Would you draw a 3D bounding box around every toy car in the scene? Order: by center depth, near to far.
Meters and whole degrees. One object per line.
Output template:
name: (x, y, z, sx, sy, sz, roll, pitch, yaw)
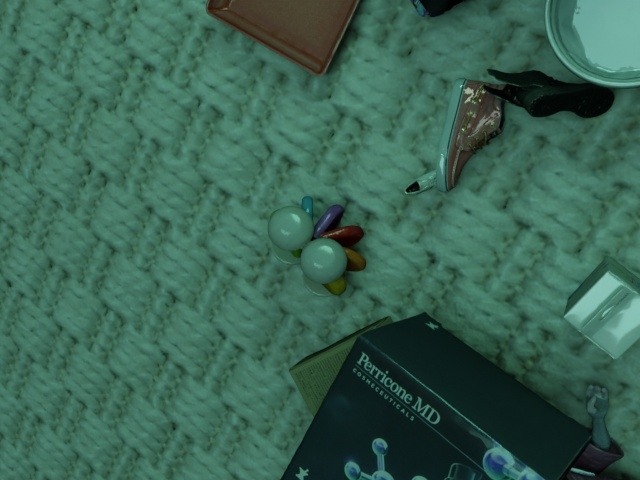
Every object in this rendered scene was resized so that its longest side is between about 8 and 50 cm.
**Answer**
toy car: (0.000, 0.000, 1.083, 0.136, 0.159, 0.182, -43, 78, -11)

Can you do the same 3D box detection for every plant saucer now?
plant saucer: (-0.037, -0.443, 1.063, 0.259, 0.048, 0.258, 33, 110, 15)

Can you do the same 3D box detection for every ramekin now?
ramekin: (0.410, -0.304, 0.852, 0.207, 0.109, 0.207, 4, 99, 24)

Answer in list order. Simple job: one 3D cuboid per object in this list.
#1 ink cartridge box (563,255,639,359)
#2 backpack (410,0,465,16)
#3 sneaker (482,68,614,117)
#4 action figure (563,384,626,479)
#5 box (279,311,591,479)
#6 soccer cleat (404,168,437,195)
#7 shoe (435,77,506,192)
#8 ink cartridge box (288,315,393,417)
ink cartridge box: (0.410, 0.094, 0.901, 0.090, 0.143, 0.092, 40, 113, 13)
backpack: (0.197, -0.430, 0.923, 0.173, 0.117, 0.158, -34, 85, -7)
sneaker: (0.327, -0.215, 0.919, 0.089, 0.170, 0.051, -115, 25, -47)
action figure: (0.455, 0.399, 0.950, 0.370, 0.248, 0.275, 14, 147, 34)
box: (0.131, 0.355, 0.910, 0.294, 0.212, 0.395, 36, 111, 28)
soccer cleat: (0.173, -0.094, 1.034, 0.083, 0.036, 0.029, -23, 89, 26)
shoe: (0.231, -0.156, 0.974, 0.081, 0.063, 0.177, 12, 91, 24)
ink cartridge box: (0.087, 0.278, 1.108, 0.193, 0.088, 0.234, -30, 85, 24)
